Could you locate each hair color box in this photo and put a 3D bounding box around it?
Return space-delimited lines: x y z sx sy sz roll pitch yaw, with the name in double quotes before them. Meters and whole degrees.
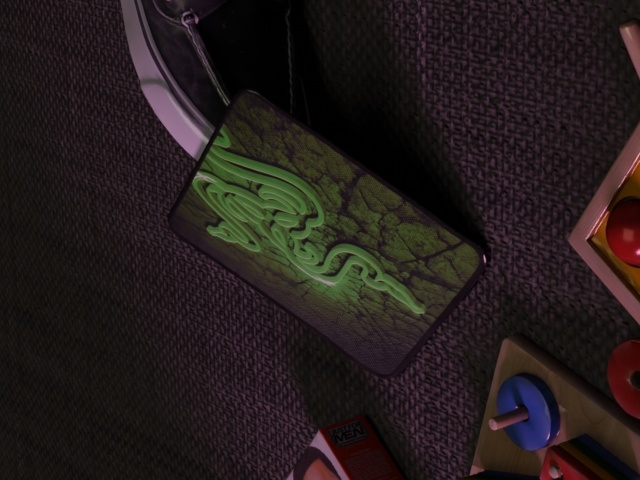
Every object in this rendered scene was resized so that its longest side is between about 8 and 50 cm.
"hair color box" 0.037 0.198 1.140 0.141 0.043 0.072 57 140 26

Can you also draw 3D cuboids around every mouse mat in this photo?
"mouse mat" 0.000 0.000 1.076 0.189 0.007 0.153 36 136 2

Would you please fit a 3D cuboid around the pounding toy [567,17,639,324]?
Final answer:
"pounding toy" 0.190 -0.021 0.819 0.130 0.100 0.141 52 138 28

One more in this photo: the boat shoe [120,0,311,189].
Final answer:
"boat shoe" -0.071 -0.180 1.118 0.102 0.108 0.301 -45 58 51

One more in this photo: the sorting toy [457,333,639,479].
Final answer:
"sorting toy" 0.130 0.155 1.001 0.132 0.046 0.275 38 130 40
